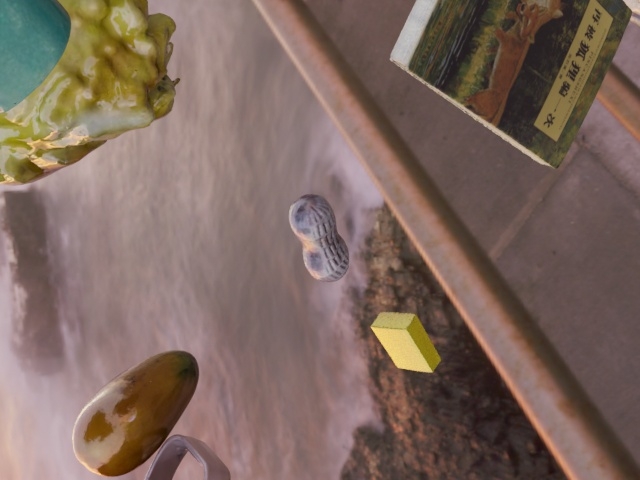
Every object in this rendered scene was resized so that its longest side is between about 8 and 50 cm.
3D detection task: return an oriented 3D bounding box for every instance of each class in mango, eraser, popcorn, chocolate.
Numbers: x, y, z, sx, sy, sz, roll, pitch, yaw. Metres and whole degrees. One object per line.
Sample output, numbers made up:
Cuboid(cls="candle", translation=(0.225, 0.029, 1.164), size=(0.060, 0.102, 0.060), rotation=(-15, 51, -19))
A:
Cuboid(cls="mango", translation=(-0.272, 0.251, 1.117), size=(0.151, 0.221, 0.120), rotation=(-29, 104, 42))
Cuboid(cls="eraser", translation=(0.170, 0.201, 1.483), size=(0.097, 0.045, 0.122), rotation=(-4, 127, 48))
Cuboid(cls="popcorn", translation=(-0.315, -0.231, 0.819), size=(0.312, 0.312, 0.312), rotation=(17, 110, 55))
Cuboid(cls="chocolate", translation=(0.000, 0.000, 1.126), size=(0.072, 0.072, 0.167), rotation=(44, 161, 45))

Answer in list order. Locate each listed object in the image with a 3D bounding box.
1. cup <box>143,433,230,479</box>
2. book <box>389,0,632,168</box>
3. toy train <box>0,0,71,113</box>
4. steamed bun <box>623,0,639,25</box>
Cuboid(cls="cup", translation=(-0.221, 0.424, 1.003), size=(0.273, 0.208, 0.288), rotation=(-6, 90, 52))
Cuboid(cls="book", translation=(0.166, -0.167, 0.608), size=(0.024, 0.228, 0.160), rotation=(30, 96, 48))
Cuboid(cls="toy train", translation=(-0.216, -0.125, 0.327), size=(0.101, 0.248, 0.159), rotation=(27, 77, 30))
Cuboid(cls="steamed bun", translation=(0.436, -0.416, 1.110), size=(0.428, 0.247, 0.189), rotation=(-121, 28, -47))
